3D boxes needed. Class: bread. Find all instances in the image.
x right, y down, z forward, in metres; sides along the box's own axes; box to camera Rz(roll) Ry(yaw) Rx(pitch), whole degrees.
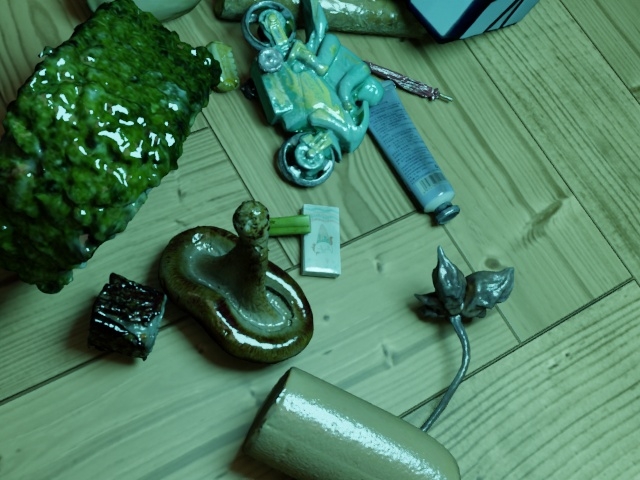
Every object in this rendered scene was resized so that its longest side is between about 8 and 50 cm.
[{"bbox_3d":[-0.151,-0.262,1.233,0.049,0.034,0.087,-7,71,-35],"label":"bread"}]

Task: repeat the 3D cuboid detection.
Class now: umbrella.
[{"bbox_3d":[0.139,-0.257,1.321,0.165,0.025,0.027,22,36,-6],"label":"umbrella"}]

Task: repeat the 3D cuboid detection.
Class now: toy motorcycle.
[{"bbox_3d":[-0.006,-0.237,1.215,0.198,0.109,0.296,-19,83,-17],"label":"toy motorcycle"}]

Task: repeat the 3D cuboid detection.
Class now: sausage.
[{"bbox_3d":[0.042,0.258,0.989,0.253,0.123,0.123,28,61,-3],"label":"sausage"}]

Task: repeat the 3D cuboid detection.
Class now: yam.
[{"bbox_3d":[0.010,-0.380,1.315,0.357,0.081,0.081,1,65,-17],"label":"yam"}]

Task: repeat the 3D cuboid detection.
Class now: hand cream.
[{"bbox_3d":[0.136,-0.140,1.249,0.088,0.055,0.256,-23,71,-16],"label":"hand cream"}]

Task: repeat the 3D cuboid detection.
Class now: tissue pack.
[{"bbox_3d":[0.000,0.000,1.156,0.056,0.023,0.108,4,64,-13],"label":"tissue pack"}]

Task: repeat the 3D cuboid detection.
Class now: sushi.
[{"bbox_3d":[-0.280,-0.112,0.966,0.178,0.294,0.352,37,32,-17],"label":"sushi"},{"bbox_3d":[-0.237,0.094,0.998,0.084,0.098,0.094,21,56,-9],"label":"sushi"}]

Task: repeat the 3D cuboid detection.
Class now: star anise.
[{"bbox_3d":[0.169,0.146,1.077,0.219,0.148,0.227,-21,52,20],"label":"star anise"}]

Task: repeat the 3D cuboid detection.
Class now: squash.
[{"bbox_3d":[-0.055,-0.020,1.137,0.083,0.027,0.027,-5,65,4],"label":"squash"}]

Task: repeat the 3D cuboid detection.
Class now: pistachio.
[{"bbox_3d":[-0.259,-0.392,1.210,0.206,0.131,0.129,-22,30,-24],"label":"pistachio"}]

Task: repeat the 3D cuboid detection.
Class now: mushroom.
[{"bbox_3d":[-0.087,0.038,0.998,0.227,0.217,0.148,35,54,1],"label":"mushroom"}]

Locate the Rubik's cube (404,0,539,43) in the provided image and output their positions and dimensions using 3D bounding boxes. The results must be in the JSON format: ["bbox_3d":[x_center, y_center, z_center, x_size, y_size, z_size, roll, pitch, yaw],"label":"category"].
[{"bbox_3d":[0.255,-0.517,1.293,0.283,0.293,0.288,48,41,11],"label":"Rubik's cube"}]
